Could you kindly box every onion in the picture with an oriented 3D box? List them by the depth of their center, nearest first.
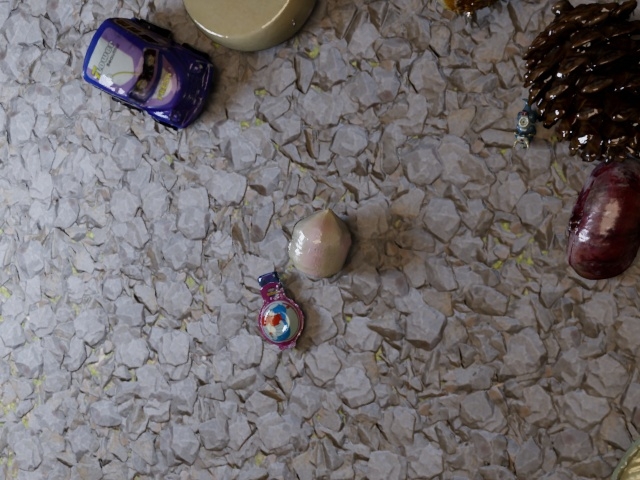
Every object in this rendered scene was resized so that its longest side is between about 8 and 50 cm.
[{"bbox_3d":[0.466,-0.033,1.535,0.151,0.098,0.206,10,94,23],"label":"onion"}]

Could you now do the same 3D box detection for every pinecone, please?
[{"bbox_3d":[0.424,-0.247,1.487,0.224,0.224,0.272,-21,85,21],"label":"pinecone"}]

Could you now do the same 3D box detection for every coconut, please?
[{"bbox_3d":[0.000,0.000,1.727,0.110,0.110,0.124,20,106,21],"label":"coconut"}]

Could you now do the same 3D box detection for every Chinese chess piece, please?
[{"bbox_3d":[-0.130,-0.479,1.772,0.273,0.102,0.273,0,89,23],"label":"Chinese chess piece"}]

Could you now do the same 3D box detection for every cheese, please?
[{"bbox_3d":[-0.078,0.130,1.795,0.095,0.038,0.145,-18,85,21],"label":"cheese"}]

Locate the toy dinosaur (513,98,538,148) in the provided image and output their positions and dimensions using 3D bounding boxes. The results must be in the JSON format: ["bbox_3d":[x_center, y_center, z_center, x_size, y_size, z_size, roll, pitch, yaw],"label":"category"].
[{"bbox_3d":[0.341,-0.193,1.611,0.030,0.047,0.083,9,96,24],"label":"toy dinosaur"}]

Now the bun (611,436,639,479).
[{"bbox_3d":[0.572,0.400,1.471,0.259,0.152,0.259,-5,76,22],"label":"bun"}]

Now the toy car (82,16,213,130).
[{"bbox_3d":[-0.329,-0.316,1.826,0.235,0.158,0.172,29,102,20],"label":"toy car"}]

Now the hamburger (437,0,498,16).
[{"bbox_3d":[0.244,-0.509,1.533,0.225,0.291,0.291,43,106,16],"label":"hamburger"}]
